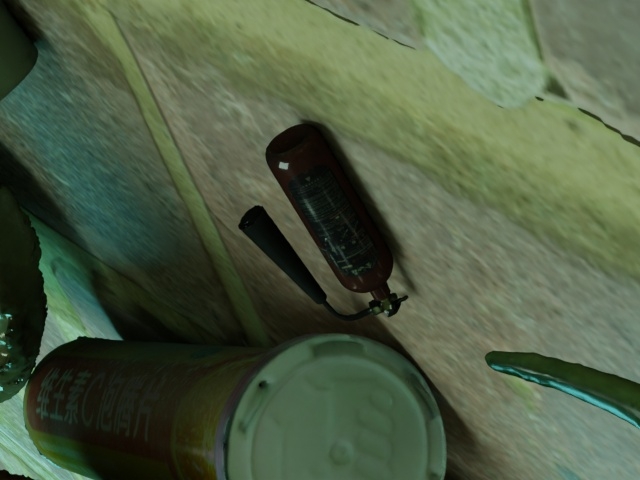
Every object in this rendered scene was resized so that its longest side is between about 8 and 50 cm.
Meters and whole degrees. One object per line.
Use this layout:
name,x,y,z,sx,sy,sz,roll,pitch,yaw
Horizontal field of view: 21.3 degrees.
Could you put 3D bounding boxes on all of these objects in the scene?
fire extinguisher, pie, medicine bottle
fire extinguisher,0.001,0.003,0.682,0.100,0.046,0.032,59,169,-30
pie,-0.271,-0.013,1.115,0.274,0.055,0.274,32,137,35
medicine bottle,-0.074,0.105,0.943,0.108,0.108,0.426,50,161,-13

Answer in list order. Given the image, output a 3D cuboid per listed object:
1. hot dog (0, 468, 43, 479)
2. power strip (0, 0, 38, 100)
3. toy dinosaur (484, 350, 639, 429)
hot dog,-0.211,0.199,0.870,0.365,0.196,0.367,21,170,-10
power strip,-0.302,-0.060,0.847,0.141,0.261,0.229,54,159,-25
toy dinosaur,0.251,0.162,0.456,0.447,0.087,0.301,27,160,46
